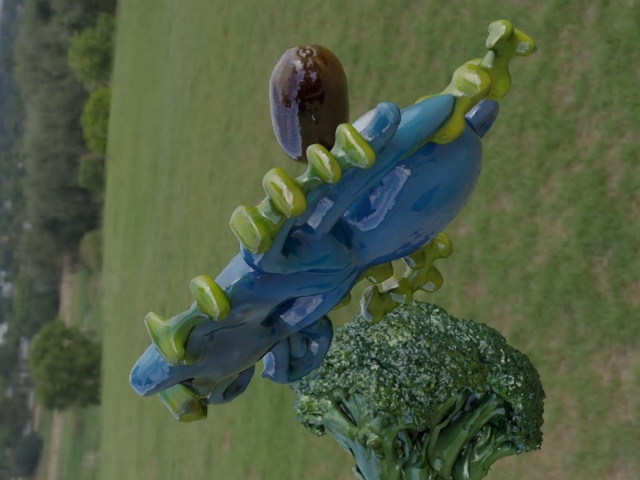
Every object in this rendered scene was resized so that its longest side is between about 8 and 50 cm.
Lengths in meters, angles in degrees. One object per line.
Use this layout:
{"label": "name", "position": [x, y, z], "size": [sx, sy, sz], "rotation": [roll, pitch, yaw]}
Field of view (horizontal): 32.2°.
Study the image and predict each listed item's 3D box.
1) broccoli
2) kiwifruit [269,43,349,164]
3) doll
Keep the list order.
{"label": "broccoli", "position": [0.097, 0.179, 1.130], "size": [0.269, 0.261, 0.241], "rotation": [21, -111, -78]}
{"label": "kiwifruit", "position": [-0.010, -0.125, 1.025], "size": [0.075, 0.075, 0.124], "rotation": [-100, 0, -48]}
{"label": "doll", "position": [0.000, 0.000, 0.811], "size": [0.099, 0.341, 0.346], "rotation": [52, 169, 20]}
